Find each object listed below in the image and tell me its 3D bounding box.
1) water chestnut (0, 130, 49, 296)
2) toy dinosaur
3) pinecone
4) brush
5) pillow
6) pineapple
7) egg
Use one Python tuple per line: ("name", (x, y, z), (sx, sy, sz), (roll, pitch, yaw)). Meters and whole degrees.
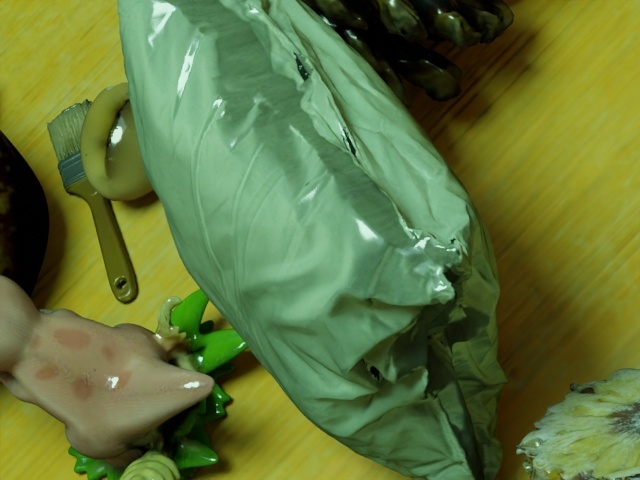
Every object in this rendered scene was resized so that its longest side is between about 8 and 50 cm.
("water chestnut", (-0.332, -0.004, 1.290), (0.289, 0.244, 0.289), (-12, 60, 22))
("toy dinosaur", (-0.139, 0.070, 1.202), (0.194, 0.177, 0.152), (29, 82, 31))
("pinecone", (0.018, -0.211, 1.229), (0.243, 0.243, 0.257), (3, 69, 27))
("brush", (-0.159, -0.027, 1.356), (0.043, 0.014, 0.170), (-28, 58, 13))
("pillow", (0.000, 0.000, 1.123), (0.138, 0.283, 0.310), (-33, 58, -15))
("pineapple", (0.205, 0.155, 1.044), (0.176, 0.161, 0.137), (-8, 107, 27))
("egg", (-0.134, -0.067, 1.330), (0.071, 0.071, 0.083), (15, 76, 30))
